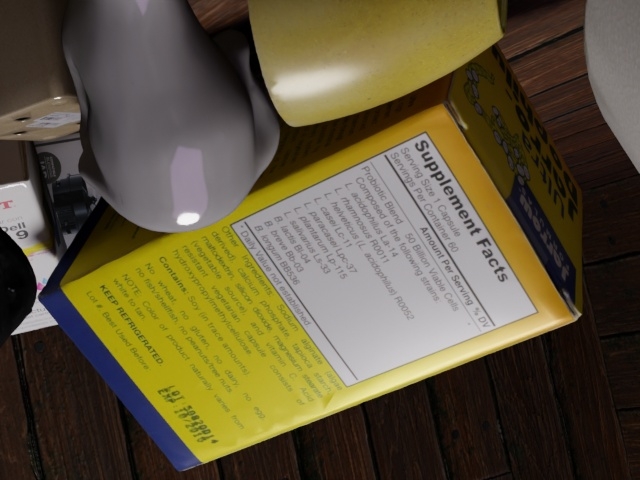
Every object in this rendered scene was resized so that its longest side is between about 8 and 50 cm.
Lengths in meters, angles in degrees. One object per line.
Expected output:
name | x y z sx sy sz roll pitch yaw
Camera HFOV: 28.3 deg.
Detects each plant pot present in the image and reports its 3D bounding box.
plant pot | 0.031 -0.118 0.550 0.095 0.134 0.134 -1 179 13
plant pot | -0.141 -0.104 0.626 0.109 0.096 0.109 -14 176 28

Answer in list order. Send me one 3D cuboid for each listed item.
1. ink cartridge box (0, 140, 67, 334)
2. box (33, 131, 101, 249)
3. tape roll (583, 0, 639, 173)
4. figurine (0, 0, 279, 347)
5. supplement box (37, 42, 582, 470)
ink cartridge box | -0.288 -0.006 0.998 0.154 0.093 0.212 -12 147 -8
box | -0.152 -0.025 1.190 0.290 0.169 0.087 -12 176 -14
tape roll | 0.287 -0.127 0.464 0.392 0.072 0.392 -16 146 -11
figurine | -0.119 -0.067 0.483 0.215 0.092 0.209 -33 147 -22
supplement box | 0.000 0.000 0.985 0.357 0.194 0.195 -24 -156 24
